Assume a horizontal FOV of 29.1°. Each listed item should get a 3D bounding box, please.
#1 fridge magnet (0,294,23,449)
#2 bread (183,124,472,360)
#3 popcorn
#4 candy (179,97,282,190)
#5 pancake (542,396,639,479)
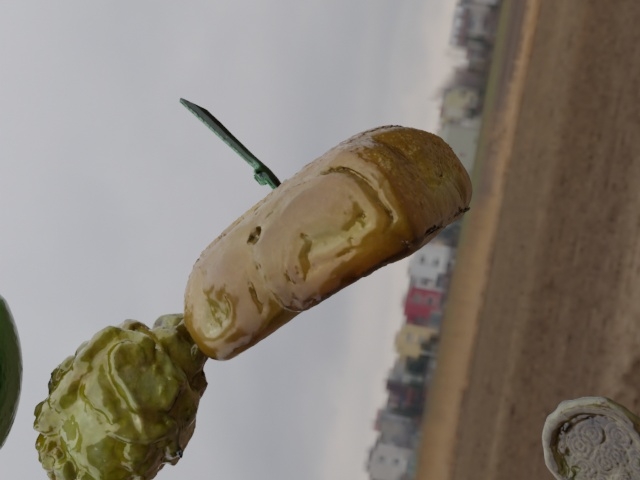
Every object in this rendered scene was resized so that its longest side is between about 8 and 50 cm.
[{"bbox_3d":[-0.429,0.170,1.586,0.208,0.088,0.208,180,90,-82],"label":"fridge magnet"},{"bbox_3d":[-0.004,-0.007,1.448,0.148,0.328,0.337,59,-154,1],"label":"bread"},{"bbox_3d":[-0.226,0.202,1.511,0.266,0.192,0.233,-49,-18,-6],"label":"popcorn"},{"bbox_3d":[-0.087,-0.102,1.790,0.097,0.323,0.097,-45,-8,-8],"label":"candy"},{"bbox_3d":[0.467,0.361,2.055,0.029,0.212,0.235,-36,-59,-46],"label":"pancake"}]
